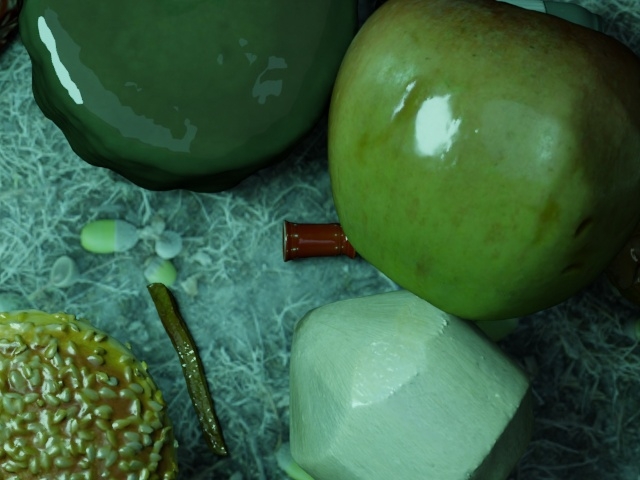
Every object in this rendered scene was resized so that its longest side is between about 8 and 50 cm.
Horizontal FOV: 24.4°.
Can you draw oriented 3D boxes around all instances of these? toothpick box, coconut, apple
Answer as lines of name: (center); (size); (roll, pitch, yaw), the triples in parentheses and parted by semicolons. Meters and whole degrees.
toothpick box: (0.000, 0.000, 1.629); (0.083, 0.047, 0.047); (-1, 86, -6)
coconut: (0.078, 0.169, 1.529); (0.237, 0.237, 0.266); (-45, 91, -6)
apple: (0.170, -0.084, 1.481); (0.338, 0.338, 0.305); (15, 101, -3)

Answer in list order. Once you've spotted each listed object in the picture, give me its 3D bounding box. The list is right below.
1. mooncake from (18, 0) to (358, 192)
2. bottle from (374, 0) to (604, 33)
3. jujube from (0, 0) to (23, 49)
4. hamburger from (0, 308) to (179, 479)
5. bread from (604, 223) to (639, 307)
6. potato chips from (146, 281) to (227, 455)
mooncake: (-0.139, -0.229, 1.556); (0.356, 0.194, 0.356); (2, 84, -15)
bottle: (0.185, -0.224, 1.643); (0.253, 0.079, 0.096); (2, 83, -5)
jujube: (-0.433, -0.276, 1.542); (0.232, 0.213, 0.213); (42, 84, 1)
hamburger: (-0.304, 0.231, 1.460); (0.330, 0.250, 0.330); (4, 78, -18)
bread: (0.376, -0.059, 1.615); (0.147, 0.160, 0.260); (30, 87, 6)
potato chips: (-0.143, 0.140, 1.615); (0.026, 0.037, 0.204); (-19, 93, 4)
